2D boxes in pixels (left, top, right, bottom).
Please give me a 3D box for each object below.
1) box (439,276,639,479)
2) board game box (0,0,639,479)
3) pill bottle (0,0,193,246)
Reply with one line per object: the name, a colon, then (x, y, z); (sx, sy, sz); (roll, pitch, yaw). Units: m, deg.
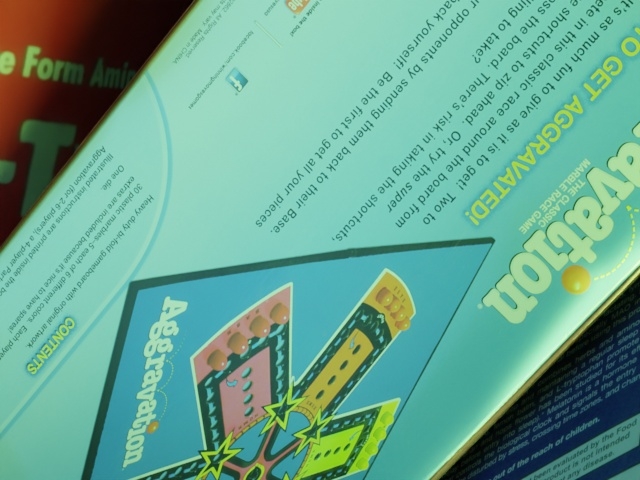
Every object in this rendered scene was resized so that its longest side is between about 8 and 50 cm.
box: (0.067, 0.075, 0.379); (0.136, 0.036, 0.225); (-40, 23, 41)
board game box: (0.000, 0.000, 0.411); (0.145, 0.027, 0.281); (46, 109, 12)
pill bottle: (-0.166, -0.103, 0.581); (0.229, 0.229, 0.408); (25, 106, 48)
